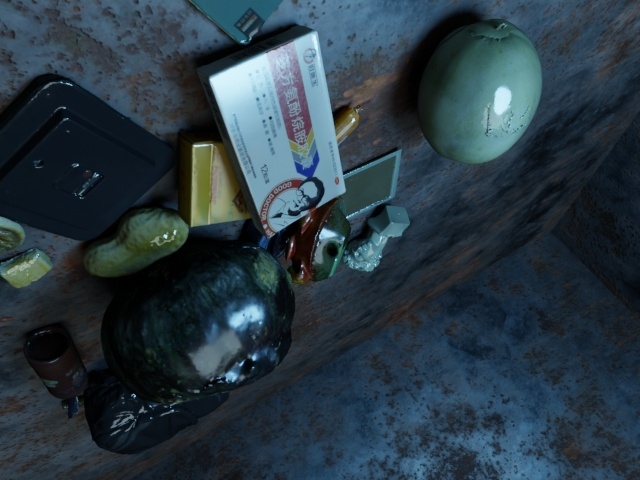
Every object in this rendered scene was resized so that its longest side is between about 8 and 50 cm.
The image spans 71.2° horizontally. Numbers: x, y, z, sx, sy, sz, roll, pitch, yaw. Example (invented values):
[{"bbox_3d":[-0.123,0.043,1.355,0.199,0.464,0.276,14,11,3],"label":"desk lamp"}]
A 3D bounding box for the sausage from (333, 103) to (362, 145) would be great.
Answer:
[{"bbox_3d":[-0.030,-0.190,1.061,0.348,0.053,0.053,-43,151,18],"label":"sausage"}]

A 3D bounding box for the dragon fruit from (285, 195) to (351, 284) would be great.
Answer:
[{"bbox_3d":[0.000,0.000,1.206,0.268,0.130,0.295,-58,168,-51],"label":"dragon fruit"}]

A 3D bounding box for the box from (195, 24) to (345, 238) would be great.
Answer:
[{"bbox_3d":[-0.074,-0.193,0.861,0.214,0.069,0.353,-32,137,-19],"label":"box"}]

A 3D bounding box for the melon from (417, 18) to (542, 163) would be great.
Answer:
[{"bbox_3d":[0.359,-0.332,1.017,0.269,0.268,0.330,-23,143,-20],"label":"melon"}]

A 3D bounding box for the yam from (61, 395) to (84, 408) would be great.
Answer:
[{"bbox_3d":[-0.724,0.513,1.479,0.234,0.029,0.027,-5,137,-43],"label":"yam"}]

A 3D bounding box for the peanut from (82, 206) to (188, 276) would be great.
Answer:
[{"bbox_3d":[-0.391,0.004,0.941,0.237,0.110,0.120,-25,157,3],"label":"peanut"}]

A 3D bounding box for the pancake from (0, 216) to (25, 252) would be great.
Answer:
[{"bbox_3d":[-0.588,-0.010,0.769,0.140,0.022,0.139,-13,157,-5],"label":"pancake"}]

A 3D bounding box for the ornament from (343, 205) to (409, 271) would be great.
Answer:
[{"bbox_3d":[0.193,-0.008,1.518,0.130,0.120,0.285,19,127,-32],"label":"ornament"}]

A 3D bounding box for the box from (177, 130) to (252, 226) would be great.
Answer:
[{"bbox_3d":[-0.153,-0.137,0.935,0.274,0.076,0.174,-11,123,-35],"label":"box"}]

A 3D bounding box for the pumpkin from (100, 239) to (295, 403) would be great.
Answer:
[{"bbox_3d":[-0.273,0.177,1.054,0.455,0.343,0.454,-18,-178,1],"label":"pumpkin"}]

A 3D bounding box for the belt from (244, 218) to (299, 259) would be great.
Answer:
[{"bbox_3d":[-0.126,-0.014,1.208,0.142,0.082,0.190,-21,150,-31],"label":"belt"}]

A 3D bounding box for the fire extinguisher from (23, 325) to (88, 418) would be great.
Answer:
[{"bbox_3d":[-0.676,0.362,1.173,0.102,0.138,0.343,-4,143,-19],"label":"fire extinguisher"}]

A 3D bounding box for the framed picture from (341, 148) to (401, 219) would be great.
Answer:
[{"bbox_3d":[0.101,-0.140,1.317,0.296,0.019,0.232,-26,151,-13],"label":"framed picture"}]

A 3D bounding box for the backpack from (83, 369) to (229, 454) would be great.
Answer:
[{"bbox_3d":[-0.495,0.486,1.441,0.446,0.254,0.363,-21,148,-10],"label":"backpack"}]

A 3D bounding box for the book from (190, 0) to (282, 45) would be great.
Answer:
[{"bbox_3d":[-0.136,-0.448,0.558,0.264,0.031,0.379,-42,151,17],"label":"book"}]

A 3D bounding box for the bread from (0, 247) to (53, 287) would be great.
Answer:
[{"bbox_3d":[-0.584,0.054,0.887,0.083,0.035,0.070,-32,154,-17],"label":"bread"}]

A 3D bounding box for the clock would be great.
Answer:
[{"bbox_3d":[-0.424,-0.116,0.768,0.279,0.049,0.273,-39,151,11],"label":"clock"}]
